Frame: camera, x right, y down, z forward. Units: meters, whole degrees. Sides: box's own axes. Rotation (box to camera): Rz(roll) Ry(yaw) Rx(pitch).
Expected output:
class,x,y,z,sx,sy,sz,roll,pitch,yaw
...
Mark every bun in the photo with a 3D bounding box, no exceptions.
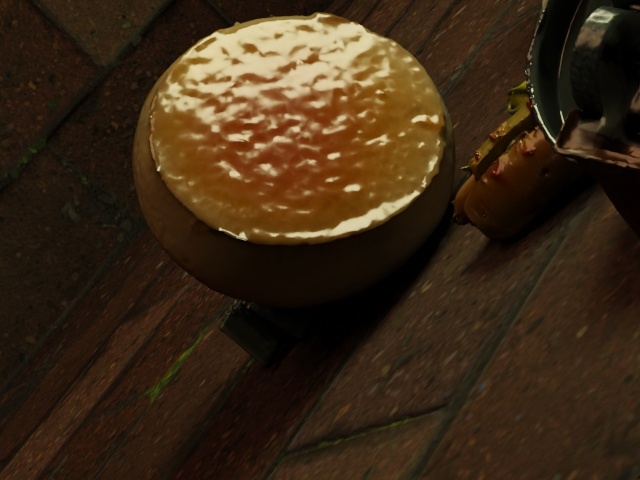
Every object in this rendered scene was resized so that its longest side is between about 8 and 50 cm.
class,x,y,z,sx,sy,sz,roll,pitch,yaw
bun,-0.026,-0.064,1.411,0.299,0.299,0.165,-53,-16,-30

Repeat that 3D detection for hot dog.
class,x,y,z,sx,sy,sz,roll,pitch,yaw
hot dog,0.192,-0.092,1.177,0.250,0.076,0.104,-39,15,23

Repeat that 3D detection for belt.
class,x,y,z,sx,sy,sz,roll,pitch,yaw
belt,0.000,0.000,1.521,0.087,0.072,0.302,-34,17,53

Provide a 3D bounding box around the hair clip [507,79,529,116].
class,x,y,z,sx,sy,sz,roll,pitch,yaw
hair clip,0.215,-0.137,1.306,0.072,0.046,0.173,-41,10,-22

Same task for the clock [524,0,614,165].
class,x,y,z,sx,sy,sz,roll,pitch,yaw
clock,0.254,-0.151,0.967,0.280,0.055,0.280,-32,40,32

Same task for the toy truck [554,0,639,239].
class,x,y,z,sx,sy,sz,roll,pitch,yaw
toy truck,0.246,-0.134,0.774,0.136,0.162,0.305,15,71,34
